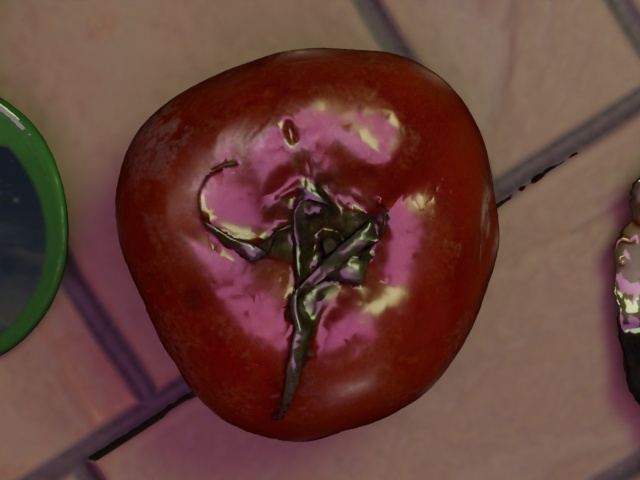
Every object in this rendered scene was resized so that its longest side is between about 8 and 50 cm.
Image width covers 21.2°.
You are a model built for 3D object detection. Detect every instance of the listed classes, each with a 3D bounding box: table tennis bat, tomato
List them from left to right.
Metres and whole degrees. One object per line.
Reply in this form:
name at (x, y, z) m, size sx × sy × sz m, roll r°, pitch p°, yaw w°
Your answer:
table tennis bat at (-0.196, -0.050, 0.825) m, size 0.161 × 0.039 × 0.257 m, roll 11°, pitch 110°, yaw -2°
tomato at (0.000, 0.000, 0.794) m, size 0.187 × 0.151 × 0.187 m, roll 0°, pitch 88°, yaw 1°

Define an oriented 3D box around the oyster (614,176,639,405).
oyster at (0.227, 0.110, 0.848) m, size 0.129 × 0.078 × 0.345 m, roll -11°, pitch 98°, yaw 23°
